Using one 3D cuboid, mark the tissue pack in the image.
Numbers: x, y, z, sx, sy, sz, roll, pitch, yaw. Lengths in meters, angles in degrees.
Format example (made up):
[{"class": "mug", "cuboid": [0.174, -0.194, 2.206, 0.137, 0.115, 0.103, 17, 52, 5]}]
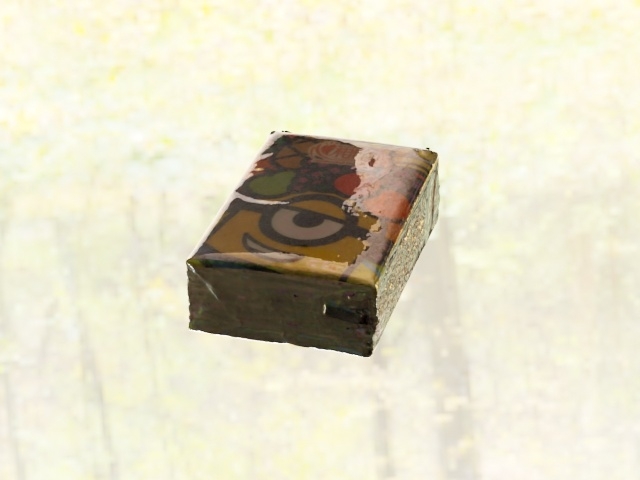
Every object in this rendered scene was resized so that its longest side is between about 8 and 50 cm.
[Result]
[{"class": "tissue pack", "cuboid": [0.000, 0.000, 0.553, 0.063, 0.035, 0.083, 7, -147, 17]}]
